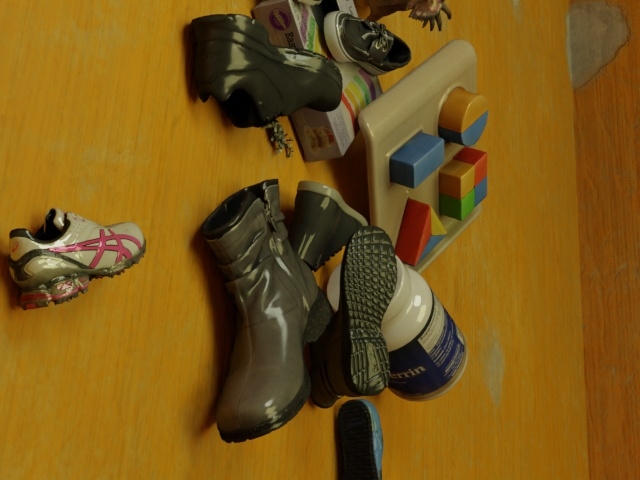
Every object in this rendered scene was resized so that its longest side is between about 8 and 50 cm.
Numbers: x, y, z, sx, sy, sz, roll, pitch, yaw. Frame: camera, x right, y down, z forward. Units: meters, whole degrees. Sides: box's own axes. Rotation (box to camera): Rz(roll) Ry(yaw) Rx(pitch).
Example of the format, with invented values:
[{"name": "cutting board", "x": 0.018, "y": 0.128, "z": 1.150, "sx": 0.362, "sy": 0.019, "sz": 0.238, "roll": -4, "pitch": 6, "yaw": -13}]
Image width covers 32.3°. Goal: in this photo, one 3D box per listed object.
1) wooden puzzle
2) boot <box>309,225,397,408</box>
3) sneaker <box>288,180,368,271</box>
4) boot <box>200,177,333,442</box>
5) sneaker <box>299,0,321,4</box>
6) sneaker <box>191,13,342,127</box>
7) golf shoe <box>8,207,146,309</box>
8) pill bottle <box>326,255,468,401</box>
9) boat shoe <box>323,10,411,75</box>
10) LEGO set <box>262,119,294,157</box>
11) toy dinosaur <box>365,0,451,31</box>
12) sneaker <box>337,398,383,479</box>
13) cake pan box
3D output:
[{"name": "wooden puzzle", "x": 0.194, "y": -0.119, "z": 1.860, "sx": 0.322, "sy": 0.080, "sz": 0.347, "roll": -41, "pitch": 134, "yaw": -38}, {"name": "boot", "x": 0.029, "y": 0.109, "z": 1.554, "sx": 0.083, "sy": 0.161, "sz": 0.246, "roll": 11, "pitch": 74, "yaw": -26}, {"name": "sneaker", "x": 0.000, "y": 0.000, "z": 1.620, "sx": 0.222, "sy": 0.083, "sz": 0.118, "roll": 41, "pitch": 65, "yaw": -64}, {"name": "boot", "x": -0.092, "y": 0.075, "z": 1.360, "sx": 0.338, "sy": 0.118, "sz": 0.222, "roll": -74, "pitch": 145, "yaw": -61}, {"name": "sneaker", "x": -0.045, "y": -0.450, "z": 1.556, "sx": 0.235, "sy": 0.095, "sz": 0.090, "roll": 52, "pitch": 38, "yaw": -4}, {"name": "sneaker", "x": -0.075, "y": -0.206, "z": 1.485, "sx": 0.286, "sy": 0.109, "sz": 0.130, "roll": 15, "pitch": 78, "yaw": -50}, {"name": "golf shoe", "x": -0.236, "y": 0.003, "z": 1.098, "sx": 0.186, "sy": 0.067, "sz": 0.086, "roll": -34, "pitch": 112, "yaw": -63}, {"name": "pill bottle", "x": 0.120, "y": 0.131, "z": 1.722, "sx": 0.264, "sy": 0.153, "sz": 0.153, "roll": 52, "pitch": 38, "yaw": -47}, {"name": "boat shoe", "x": 0.080, "y": -0.305, "z": 1.706, "sx": 0.228, "sy": 0.076, "sz": 0.080, "roll": 18, "pitch": 66, "yaw": -63}, {"name": "LEGO set", "x": -0.054, "y": -0.149, "z": 1.588, "sx": 0.083, "sy": 0.023, "sz": 0.054, "roll": 0, "pitch": 83, "yaw": -65}, {"name": "toy dinosaur", "x": 0.151, "y": -0.437, "z": 1.911, "sx": 0.295, "sy": 0.200, "sz": 0.127, "roll": -64, "pitch": 139, "yaw": -52}, {"name": "sneaker", "x": 0.067, "y": 0.341, "z": 1.644, "sx": 0.082, "sy": 0.069, "sz": 0.209, "roll": 34, "pitch": 52, "yaw": -63}, {"name": "cake pan box", "x": 0.001, "y": -0.291, "z": 1.705, "sx": 0.245, "sy": 0.070, "sz": 0.267, "roll": -60, "pitch": 135, "yaw": -57}]
